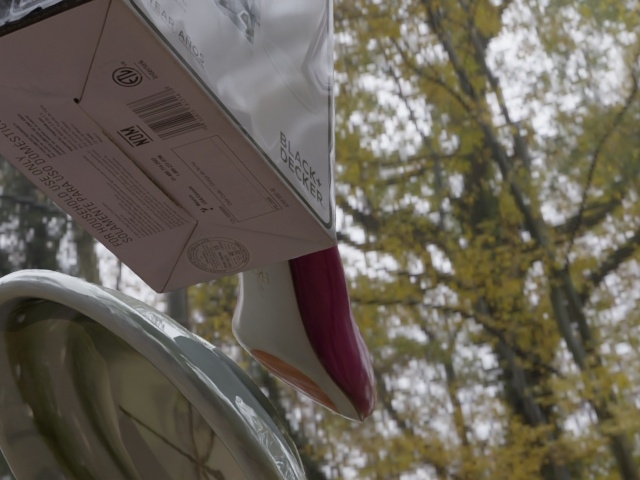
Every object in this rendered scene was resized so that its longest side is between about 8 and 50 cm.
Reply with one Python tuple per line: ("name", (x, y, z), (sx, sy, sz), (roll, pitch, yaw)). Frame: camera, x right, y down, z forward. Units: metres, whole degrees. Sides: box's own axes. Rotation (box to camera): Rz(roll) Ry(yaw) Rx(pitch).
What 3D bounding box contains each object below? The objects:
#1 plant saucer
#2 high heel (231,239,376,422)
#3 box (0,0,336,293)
("plant saucer", (-0.120, 0.181, 1.030), (0.100, 0.400, 0.400), (-37, -24, -37))
("high heel", (0.000, 0.000, 1.012), (0.127, 0.181, 0.377), (24, -23, 33))
("box", (-0.067, -0.145, 0.556), (0.087, 0.290, 0.169), (-16, -37, 22))
